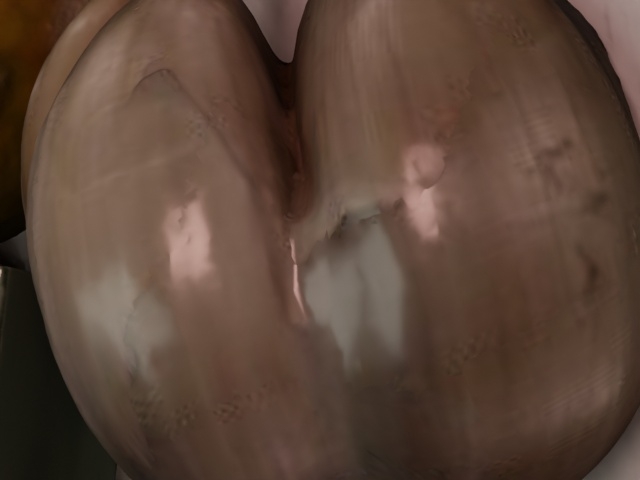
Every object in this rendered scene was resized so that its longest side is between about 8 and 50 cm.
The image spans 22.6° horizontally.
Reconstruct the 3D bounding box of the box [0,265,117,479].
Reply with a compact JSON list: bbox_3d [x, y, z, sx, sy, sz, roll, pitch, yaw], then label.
[{"bbox_3d":[-0.214,0.067,0.668,0.225,0.225,0.118,42,-128,-83],"label":"box"}]

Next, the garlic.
[{"bbox_3d":[0.000,0.000,0.574,0.237,0.210,0.292,-108,7,-76],"label":"garlic"}]

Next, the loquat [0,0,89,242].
[{"bbox_3d":[-0.192,-0.093,0.679,0.213,0.213,0.246,60,176,17],"label":"loquat"}]
